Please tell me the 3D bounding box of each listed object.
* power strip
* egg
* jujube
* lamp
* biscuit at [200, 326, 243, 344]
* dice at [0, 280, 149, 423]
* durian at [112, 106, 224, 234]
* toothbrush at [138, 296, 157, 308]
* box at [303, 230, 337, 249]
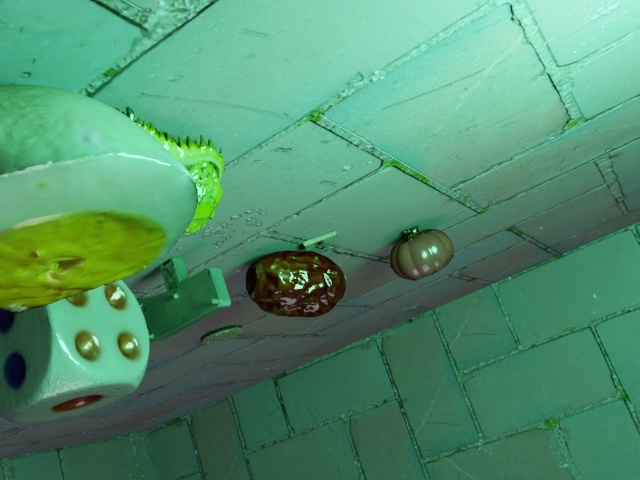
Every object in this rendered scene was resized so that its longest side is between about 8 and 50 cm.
[{"bbox_3d":[-0.299,0.111,1.397,0.215,0.145,0.061,-29,161,26],"label":"power strip"},{"bbox_3d":[-0.324,-0.065,0.736,0.337,0.201,0.337,-24,161,-9],"label":"egg"},{"bbox_3d":[-0.057,0.104,1.611,0.250,0.174,0.174,10,150,-30],"label":"jujube"},{"bbox_3d":[0.272,0.030,1.809,0.182,0.140,0.182,-24,-179,0],"label":"lamp"},{"bbox_3d":[-0.330,0.319,2.221,0.152,0.020,0.152,-18,164,-5],"label":"biscuit"},{"bbox_3d":[-0.495,0.195,1.272,0.243,0.251,0.259,-28,161,21],"label":"dice"},{"bbox_3d":[-0.202,-0.083,0.974,0.106,0.132,0.375,3,159,9],"label":"durian"},{"bbox_3d":[-0.478,0.166,1.576,0.297,0.031,0.030,-13,153,-23],"label":"toothbrush"},{"bbox_3d":[0.000,0.000,1.610,0.083,0.012,0.046,-19,164,0],"label":"box"}]
